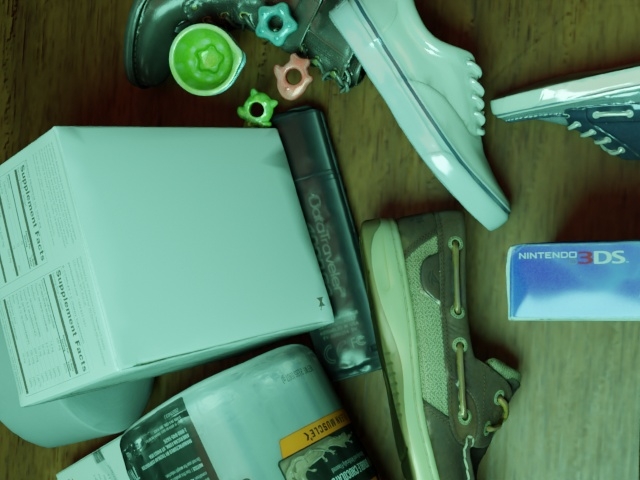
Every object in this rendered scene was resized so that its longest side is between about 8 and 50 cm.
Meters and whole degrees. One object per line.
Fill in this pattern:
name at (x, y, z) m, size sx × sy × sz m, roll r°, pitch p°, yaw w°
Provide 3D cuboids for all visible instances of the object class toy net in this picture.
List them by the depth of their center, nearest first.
toy net at (-0.034, -0.216, 0.913) m, size 0.122 × 0.045 × 0.232 m, roll 41°, pitch 104°, yaw 1°

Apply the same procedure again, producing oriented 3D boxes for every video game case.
video game case at (0.298, 0.030, 0.757) m, size 0.270 × 0.244 × 0.061 m, roll -1°, pitch 86°, yaw 19°

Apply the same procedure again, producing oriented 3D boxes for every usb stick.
usb stick at (0.000, 0.000, 0.966) m, size 0.077 × 0.045 × 0.278 m, roll -17°, pitch 82°, yaw 11°

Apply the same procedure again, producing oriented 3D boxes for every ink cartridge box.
ink cartridge box at (-0.194, 0.256, 1.016) m, size 0.135 × 0.056 × 0.099 m, roll -31°, pitch 78°, yaw 15°

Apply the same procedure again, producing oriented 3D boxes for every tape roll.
tape roll at (-0.251, 0.089, 0.956) m, size 0.072 × 0.219 × 0.219 m, roll -16°, pitch 83°, yaw 17°

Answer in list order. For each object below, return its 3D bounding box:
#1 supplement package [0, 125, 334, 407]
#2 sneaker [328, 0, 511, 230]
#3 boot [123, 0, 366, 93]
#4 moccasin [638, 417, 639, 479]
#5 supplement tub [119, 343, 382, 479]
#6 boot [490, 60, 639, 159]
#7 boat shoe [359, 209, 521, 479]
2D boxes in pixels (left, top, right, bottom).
supplement package at (-0.146, 0.015, 0.879) m, size 0.145 × 0.262 × 0.204 m, roll -23°, pitch 80°, yaw 39°
sneaker at (0.112, -0.130, 0.889) m, size 0.091 × 0.094 × 0.258 m, roll -34°, pitch 96°, yaw 10°
boot at (-0.057, -0.218, 0.975) m, size 0.229 × 0.091 × 0.263 m, roll 35°, pitch 106°, yaw 9°
moccasin at (0.330, 0.298, 0.787) m, size 0.139 × 0.147 × 0.380 m, roll 0°, pitch 88°, yaw 19°
supplement tub at (-0.025, 0.284, 0.878) m, size 0.207 × 0.207 × 0.338 m, roll -31°, pitch 79°, yaw 15°
boot at (0.252, -0.109, 0.875) m, size 0.190 × 0.069 × 0.086 m, roll -8°, pitch 104°, yaw 29°
boat shoe at (0.124, 0.138, 0.875) m, size 0.123 × 0.123 × 0.341 m, roll -11°, pitch 81°, yaw -2°
